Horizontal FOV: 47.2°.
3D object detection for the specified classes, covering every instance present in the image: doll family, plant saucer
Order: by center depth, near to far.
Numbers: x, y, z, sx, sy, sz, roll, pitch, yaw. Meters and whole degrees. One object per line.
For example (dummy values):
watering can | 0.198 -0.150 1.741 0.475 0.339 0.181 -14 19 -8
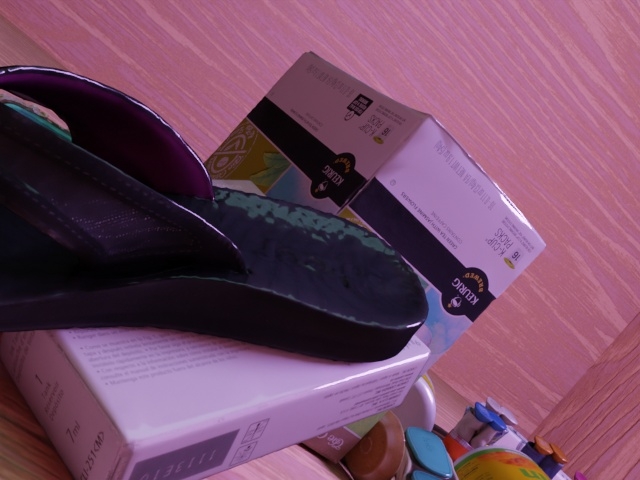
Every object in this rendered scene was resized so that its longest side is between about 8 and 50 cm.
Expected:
plant saucer | 0.052 0.215 0.768 0.015 0.083 0.083 26 11 -38
doll family | 0.222 0.308 0.937 0.263 0.163 0.118 36 12 -7

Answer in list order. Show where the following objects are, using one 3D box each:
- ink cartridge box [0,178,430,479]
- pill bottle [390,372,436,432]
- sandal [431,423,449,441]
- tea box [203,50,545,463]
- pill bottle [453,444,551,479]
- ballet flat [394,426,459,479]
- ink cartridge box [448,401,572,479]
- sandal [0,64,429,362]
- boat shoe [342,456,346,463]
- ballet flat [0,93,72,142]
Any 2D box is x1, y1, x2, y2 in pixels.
ink cartridge box | -0.088 0.043 0.518 0.275 0.060 0.239 -4 38 -49
pill bottle | 0.105 0.228 1.048 0.117 0.117 0.215 41 1 9
sandal | 0.158 0.315 1.175 0.219 0.060 0.090 27 -6 7
tea box | 0.000 0.000 0.832 0.220 0.323 0.329 40 4 -31
pill bottle | 0.209 0.316 0.742 0.136 0.136 0.246 41 2 -7
ballet flat | 0.110 0.268 0.750 0.086 0.086 0.248 41 4 1
ink cartridge box | 0.383 0.454 1.428 0.289 0.122 0.211 41 1 19
sandal | -0.111 -0.029 0.427 0.445 0.107 0.168 11 33 -34
boat shoe | 0.030 0.198 0.860 0.190 0.072 0.068 43 2 42
ballet flat | -0.290 -0.082 0.839 0.077 0.091 0.241 9 -28 47
